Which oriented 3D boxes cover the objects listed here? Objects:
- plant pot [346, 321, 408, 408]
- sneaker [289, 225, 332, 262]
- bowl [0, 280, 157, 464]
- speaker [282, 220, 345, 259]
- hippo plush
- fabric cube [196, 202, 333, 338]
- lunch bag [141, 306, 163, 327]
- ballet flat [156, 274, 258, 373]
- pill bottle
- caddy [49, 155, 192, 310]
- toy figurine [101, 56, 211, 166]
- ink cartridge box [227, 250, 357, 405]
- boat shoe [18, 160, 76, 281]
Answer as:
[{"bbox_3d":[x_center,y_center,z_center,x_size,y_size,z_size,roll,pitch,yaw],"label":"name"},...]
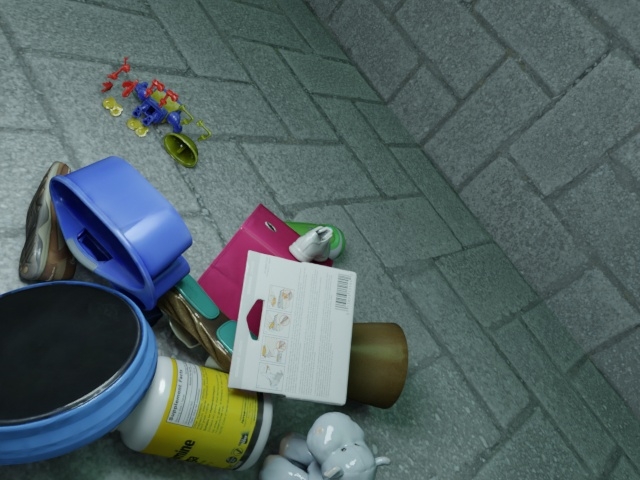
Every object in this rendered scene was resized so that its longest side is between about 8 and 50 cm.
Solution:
[{"bbox_3d":[0.071,0.320,1.545,0.255,0.237,0.237,13,42,-18],"label":"plant pot"},{"bbox_3d":[0.000,0.000,1.433,0.080,0.094,0.212,43,16,7],"label":"sneaker"},{"bbox_3d":[-0.495,0.209,1.018,0.392,0.077,0.391,3,34,-2],"label":"bowl"},{"bbox_3d":[-0.059,0.004,1.821,0.297,0.131,0.131,2,51,-44],"label":"speaker"},{"bbox_3d":[0.005,0.499,1.195,0.235,0.236,0.294,-7,50,-24],"label":"hippo plush"},{"bbox_3d":[-0.148,0.100,1.457,0.258,0.259,0.254,39,16,-6],"label":"fabric cube"},{"bbox_3d":[-0.419,0.169,1.323,0.065,0.067,0.098,53,32,13],"label":"lunch bag"},{"bbox_3d":[-0.252,0.215,1.293,0.342,0.124,0.116,41,25,6],"label":"ballet flat"},{"bbox_3d":[-0.282,0.346,1.162,0.334,0.188,0.187,23,39,-26],"label":"pill bottle"},{"bbox_3d":[-0.422,-0.009,1.175,0.341,0.241,0.179,42,56,15],"label":"caddy"},{"bbox_3d":[-0.479,-0.425,1.818,0.363,0.191,0.217,39,29,-8],"label":"toy figurine"},{"bbox_3d":[-0.060,0.191,1.237,0.261,0.066,0.296,13,69,-18],"label":"ink cartridge box"},{"bbox_3d":[-0.609,-0.041,1.326,0.117,0.123,0.324,20,49,-36],"label":"boat shoe"}]
